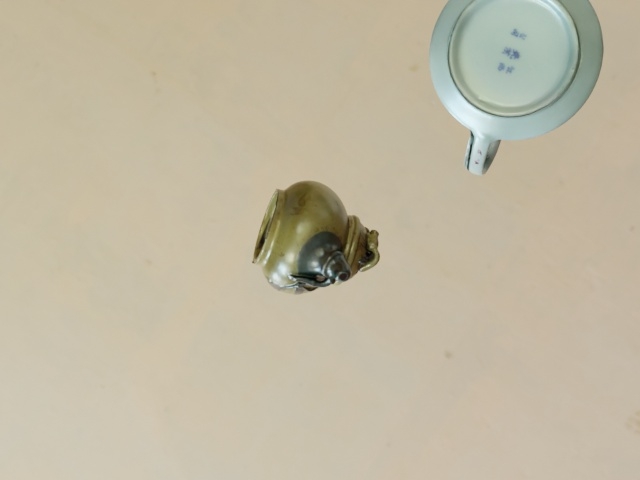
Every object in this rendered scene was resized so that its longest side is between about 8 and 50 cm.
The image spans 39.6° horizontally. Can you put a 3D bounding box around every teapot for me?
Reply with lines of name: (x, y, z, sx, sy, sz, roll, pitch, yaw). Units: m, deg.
teapot: (0.192, -0.173, 0.866, 0.232, 0.159, 0.159, -70, -14, 12)
teapot: (0.000, 0.000, 1.352, 0.269, 0.182, 0.173, -105, 33, -72)
